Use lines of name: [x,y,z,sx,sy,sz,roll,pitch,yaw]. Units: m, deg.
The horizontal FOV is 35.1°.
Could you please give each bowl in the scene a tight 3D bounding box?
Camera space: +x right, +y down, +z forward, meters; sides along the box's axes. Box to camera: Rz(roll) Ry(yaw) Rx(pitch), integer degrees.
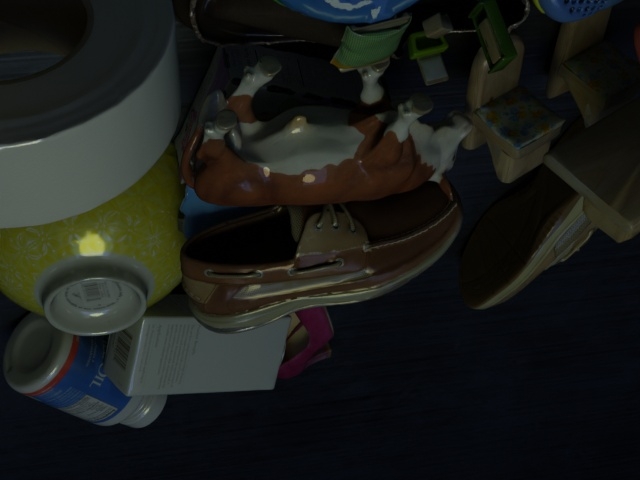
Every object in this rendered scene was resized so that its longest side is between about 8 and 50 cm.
bowl: [-0.264,0.015,1.175,0.289,0.156,0.289,-9,143,-7]

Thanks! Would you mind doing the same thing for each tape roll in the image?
tape roll: [-0.262,-0.147,0.855,0.286,0.286,0.100,-7,143,-9]

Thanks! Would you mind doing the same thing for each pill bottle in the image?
pill bottle: [-0.318,0.185,1.405,0.124,0.124,0.221,-29,142,20]

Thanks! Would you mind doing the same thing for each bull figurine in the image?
bull figurine: [0.016,-0.098,1.001,0.310,0.101,0.188,-9,151,-9]

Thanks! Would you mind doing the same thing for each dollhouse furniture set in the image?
dollhouse furniture set: [0.090,-0.163,0.889,0.151,0.059,0.076,-16,173,-14]
dollhouse furniture set: [0.411,-0.159,1.015,0.394,0.362,0.257,-30,148,-22]

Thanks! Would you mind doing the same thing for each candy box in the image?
candy box: [-0.044,-0.127,1.128,0.196,0.070,0.165,7,140,-25]

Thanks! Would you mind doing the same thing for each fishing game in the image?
fishing game: [-0.069,-0.043,1.140,0.189,0.041,0.264,-9,135,-9]

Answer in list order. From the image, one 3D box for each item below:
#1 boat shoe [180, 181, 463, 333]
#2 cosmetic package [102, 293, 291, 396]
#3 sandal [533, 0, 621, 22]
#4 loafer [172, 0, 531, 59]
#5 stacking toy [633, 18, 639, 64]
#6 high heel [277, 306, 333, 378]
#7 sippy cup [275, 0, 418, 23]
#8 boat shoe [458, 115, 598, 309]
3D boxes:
boat shoe: [0.000,0.000,1.097,0.324,0.123,0.116,-22,135,-2]
cosmetic package: [-0.164,0.138,1.365,0.231,0.085,0.117,4,108,-38]
sandal: [0.331,-0.305,0.911,0.317,0.138,0.126,-36,131,6]
loafer: [0.039,-0.243,0.953,0.365,0.130,0.134,-10,143,-5]
stacking toy: [0.405,-0.232,0.807,0.308,0.130,0.280,-31,109,6]
high heel: [-0.048,0.132,1.459,0.117,0.082,0.244,-19,157,-9]
sippy cup: [0.019,-0.268,0.769,0.305,0.224,0.240,-21,114,7]
boat shoe: [0.311,-0.020,1.340,0.110,0.122,0.341,12,135,-29]
